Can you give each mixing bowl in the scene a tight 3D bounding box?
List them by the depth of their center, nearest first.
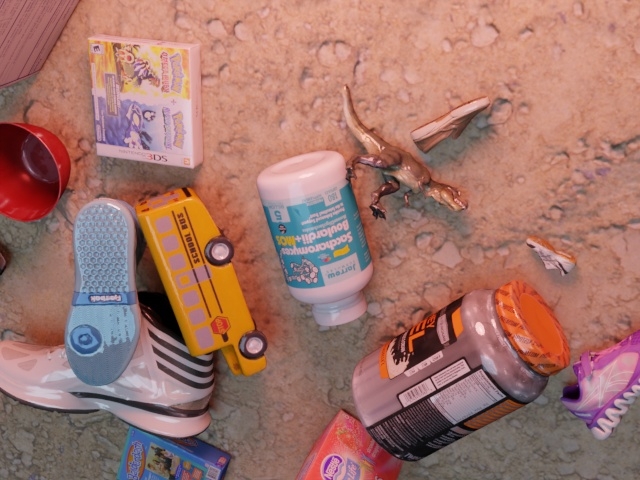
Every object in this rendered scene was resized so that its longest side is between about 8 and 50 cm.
[{"bbox_3d":[-0.513,-0.135,1.500,0.181,0.098,0.181,7,116,16],"label":"mixing bowl"}]

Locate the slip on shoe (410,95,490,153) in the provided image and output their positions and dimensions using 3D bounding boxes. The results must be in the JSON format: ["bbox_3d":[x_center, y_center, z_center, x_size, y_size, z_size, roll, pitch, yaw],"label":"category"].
[{"bbox_3d":[0.198,-0.172,1.265,0.135,0.051,0.041,-26,97,30],"label":"slip on shoe"}]

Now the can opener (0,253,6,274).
[{"bbox_3d":[-0.707,0.105,1.682,0.074,0.093,0.280,40,124,-2],"label":"can opener"}]

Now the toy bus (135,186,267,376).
[{"bbox_3d":[-0.197,0.079,1.450,0.130,0.108,0.333,-21,108,-11],"label":"toy bus"}]

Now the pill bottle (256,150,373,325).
[{"bbox_3d":[0.000,0.000,1.355,0.146,0.146,0.264,-9,110,22],"label":"pill bottle"}]

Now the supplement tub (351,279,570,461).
[{"bbox_3d":[0.220,0.204,1.342,0.316,0.193,0.193,-36,98,27],"label":"supplement tub"}]

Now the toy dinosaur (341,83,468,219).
[{"bbox_3d":[0.099,-0.110,1.304,0.268,0.118,0.064,43,156,0],"label":"toy dinosaur"}]

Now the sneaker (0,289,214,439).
[{"bbox_3d":[-0.405,0.192,1.594,0.447,0.169,0.257,12,108,5],"label":"sneaker"}]

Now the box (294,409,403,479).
[{"bbox_3d":[0.021,0.456,1.460,0.154,0.300,0.142,33,121,4],"label":"box"}]

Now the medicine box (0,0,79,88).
[{"bbox_3d":[-0.504,-0.365,1.286,0.149,0.289,0.263,40,119,-4],"label":"medicine box"}]

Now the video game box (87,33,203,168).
[{"bbox_3d":[-0.290,-0.231,1.411,0.187,0.048,0.205,7,115,13],"label":"video game box"}]

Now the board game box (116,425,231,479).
[{"bbox_3d":[-0.300,0.460,1.716,0.210,0.047,0.160,24,119,7],"label":"board game box"}]

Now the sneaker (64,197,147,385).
[{"bbox_3d":[-0.360,0.076,1.466,0.127,0.208,0.319,7,99,-7],"label":"sneaker"}]

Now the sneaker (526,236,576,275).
[{"bbox_3d":[0.352,0.027,1.311,0.083,0.032,0.037,30,119,5],"label":"sneaker"}]

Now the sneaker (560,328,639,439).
[{"bbox_3d":[0.455,0.201,1.322,0.104,0.095,0.236,31,120,12],"label":"sneaker"}]
